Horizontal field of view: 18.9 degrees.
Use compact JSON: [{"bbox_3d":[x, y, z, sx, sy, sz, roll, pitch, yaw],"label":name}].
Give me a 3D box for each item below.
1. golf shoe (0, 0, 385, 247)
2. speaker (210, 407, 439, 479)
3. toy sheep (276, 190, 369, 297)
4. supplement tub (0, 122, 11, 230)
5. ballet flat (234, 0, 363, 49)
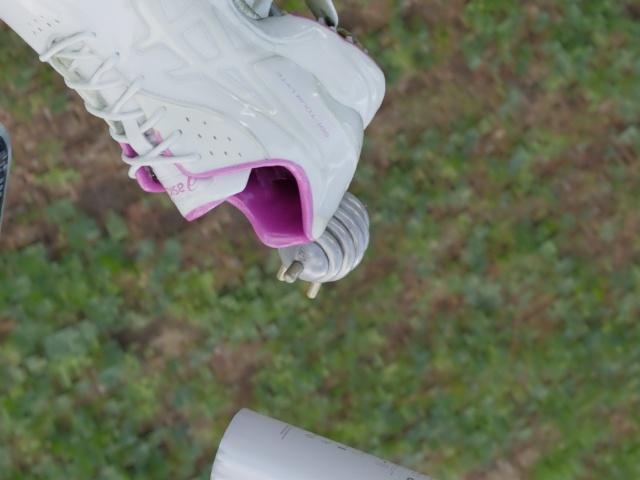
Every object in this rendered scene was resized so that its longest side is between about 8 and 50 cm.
[{"bbox_3d":[-0.092,-0.096,1.146,0.306,0.140,0.115,24,158,-31],"label":"golf shoe"},{"bbox_3d":[0.006,0.144,1.118,0.055,0.136,0.055,19,90,-77],"label":"speaker"},{"bbox_3d":[0.000,0.000,1.750,0.091,0.132,0.091,14,132,16],"label":"toy sheep"},{"bbox_3d":[-0.333,0.066,1.309,0.207,0.207,0.338,1,109,-33],"label":"supplement tub"},{"bbox_3d":[-0.062,-0.175,1.419,0.123,0.123,0.348,-39,153,9],"label":"ballet flat"}]
